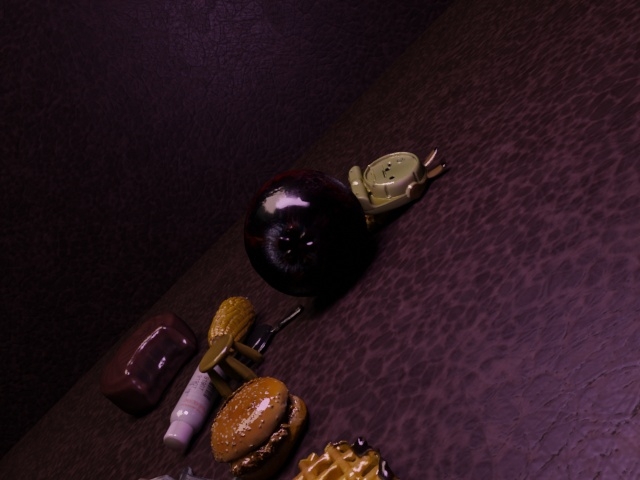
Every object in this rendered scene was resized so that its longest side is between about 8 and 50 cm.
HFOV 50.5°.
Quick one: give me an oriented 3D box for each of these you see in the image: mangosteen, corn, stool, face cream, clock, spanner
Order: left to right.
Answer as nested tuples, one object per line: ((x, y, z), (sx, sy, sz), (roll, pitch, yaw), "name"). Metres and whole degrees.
((-0.295, 0.385, 1.627), (0.082, 0.082, 0.269), (-36, 19, 34), "face cream")
((-0.225, 0.480, 1.313), (0.302, 0.017, 0.071), (-22, 28, 55), "spanner")
((-0.236, 0.226, 1.779), (0.106, 0.106, 0.305), (-44, 7, 10), "corn")
((-0.207, 0.291, 1.573), (0.134, 0.110, 0.135), (-51, 15, -23), "stool")
((-0.031, -0.026, 1.580), (0.300, 0.300, 0.300), (-42, 15, 15), "mangosteen")
((0.187, -0.153, 1.641), (0.232, 0.069, 0.170), (-20, 32, 7), "clock")

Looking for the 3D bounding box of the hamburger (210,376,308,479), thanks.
((-0.116, 0.336, 1.205), (0.182, 0.118, 0.191), (-39, 21, 37), "hamburger")

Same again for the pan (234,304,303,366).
((-0.134, 0.230, 1.686), (0.235, 0.028, 0.136), (-42, 13, 14), "pan")

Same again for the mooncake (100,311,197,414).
((-0.546, 0.388, 2.133), (0.326, 0.174, 0.334), (-44, 14, 1), "mooncake")

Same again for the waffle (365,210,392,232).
((0.141, -0.081, 1.728), (0.191, 0.038, 0.191), (-41, 16, 14), "waffle")

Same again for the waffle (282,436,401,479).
((0.000, 0.368, 0.862), (0.312, 0.060, 0.307), (-26, 18, 46), "waffle")

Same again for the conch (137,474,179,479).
((-0.293, 0.496, 1.164), (0.203, 0.170, 0.386), (-53, 1, -10), "conch")
